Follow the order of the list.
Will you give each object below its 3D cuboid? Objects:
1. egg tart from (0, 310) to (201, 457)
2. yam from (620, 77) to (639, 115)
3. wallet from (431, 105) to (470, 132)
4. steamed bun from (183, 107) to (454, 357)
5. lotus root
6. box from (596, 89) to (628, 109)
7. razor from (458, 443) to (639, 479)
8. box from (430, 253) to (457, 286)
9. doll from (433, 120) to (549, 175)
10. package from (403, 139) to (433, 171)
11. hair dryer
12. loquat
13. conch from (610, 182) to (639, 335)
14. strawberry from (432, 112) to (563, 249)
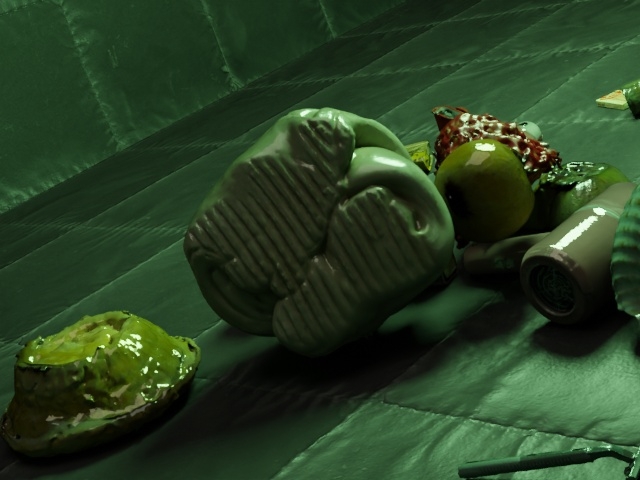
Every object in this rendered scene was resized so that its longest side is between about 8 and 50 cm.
[{"bbox_3d":[-0.352,0.204,1.875,0.345,0.132,0.345,-16,17,5],"label":"egg tart"},{"bbox_3d":[0.657,-0.294,2.360,0.146,0.069,0.070,-20,18,-4],"label":"yam"},{"bbox_3d":[0.257,-0.133,2.090,0.045,0.204,0.142,-24,16,-6],"label":"wallet"},{"bbox_3d":[0.000,0.000,1.804,0.368,0.342,0.255,-37,-10,4],"label":"steamed bun"},{"bbox_3d":[0.419,-0.083,1.991,0.183,0.078,0.203,-8,23,34],"label":"lotus root"},{"bbox_3d":[0.615,-0.288,2.468,0.058,0.015,0.093,-27,20,-16],"label":"box"},{"bbox_3d":[0.246,0.241,1.305,0.211,0.036,0.084,-8,20,30],"label":"razor"},{"bbox_3d":[0.101,0.021,1.950,0.224,0.120,0.069,-8,20,35],"label":"box"},{"bbox_3d":[0.323,-0.167,2.294,0.262,0.093,0.211,-25,25,-25],"label":"doll"},{"bbox_3d":[0.191,-0.161,2.487,0.071,0.047,0.131,-12,21,14],"label":"package"},{"bbox_3d":[0.315,0.030,1.752,0.210,0.125,0.352,-34,13,-33],"label":"hair dryer"},{"bbox_3d":[0.240,-0.073,1.756,0.163,0.163,0.137,-14,-22,18],"label":"loquat"},{"bbox_3d":[0.502,-0.027,1.470,0.319,0.215,0.303,-24,39,-3],"label":"conch"},{"bbox_3d":[0.251,-0.109,1.932,0.234,0.178,0.234,-42,-8,-7],"label":"strawberry"}]
